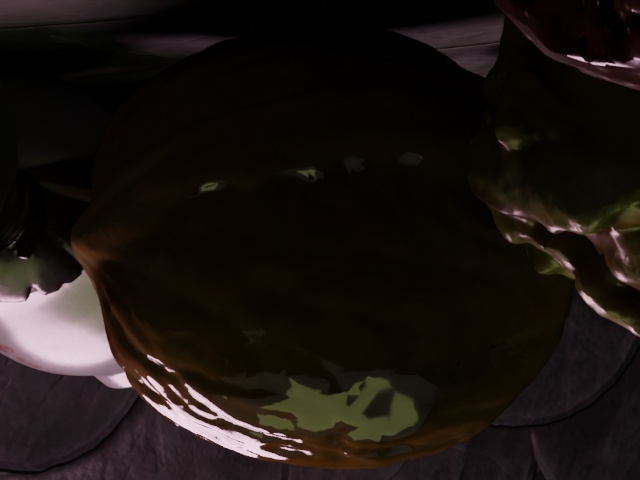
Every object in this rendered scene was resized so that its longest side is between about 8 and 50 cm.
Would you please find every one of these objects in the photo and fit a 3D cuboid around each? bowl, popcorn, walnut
[{"bbox_3d":[-0.165,0.028,1.517,0.346,0.157,0.345,-24,-164,7],"label":"bowl"},{"bbox_3d":[0.189,-0.054,0.967,0.212,0.259,0.259,14,-176,17],"label":"popcorn"},{"bbox_3d":[0.000,0.000,1.144,0.333,0.332,0.333,-5,178,0],"label":"walnut"}]

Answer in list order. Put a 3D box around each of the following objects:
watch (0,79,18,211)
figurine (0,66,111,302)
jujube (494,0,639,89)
[{"bbox_3d":[-0.269,-0.041,0.705,0.241,0.161,0.253,-12,-148,14],"label":"watch"},{"bbox_3d":[-0.242,-0.046,1.303,0.281,0.167,0.370,-15,-172,-11],"label":"figurine"},{"bbox_3d":[0.146,-0.108,0.404,0.243,0.183,0.183,-15,-177,-28],"label":"jujube"}]
